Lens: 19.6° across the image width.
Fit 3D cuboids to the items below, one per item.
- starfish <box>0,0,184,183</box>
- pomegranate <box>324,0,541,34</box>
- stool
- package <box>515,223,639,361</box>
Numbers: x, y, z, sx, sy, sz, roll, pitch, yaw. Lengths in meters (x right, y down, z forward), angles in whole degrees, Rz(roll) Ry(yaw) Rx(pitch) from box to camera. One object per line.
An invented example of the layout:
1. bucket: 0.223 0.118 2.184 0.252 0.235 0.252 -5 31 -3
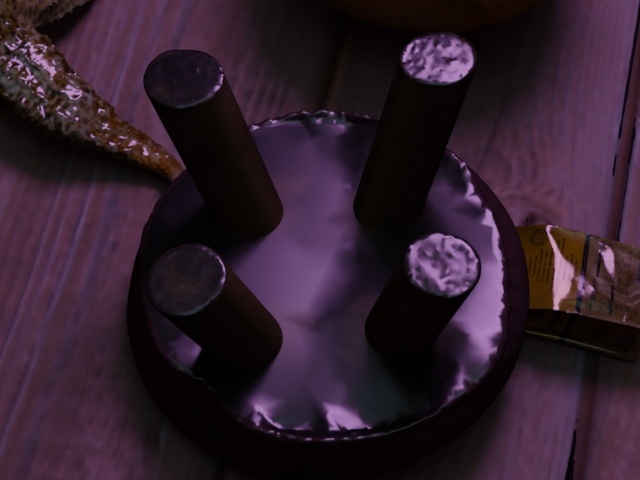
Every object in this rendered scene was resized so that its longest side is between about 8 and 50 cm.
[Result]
1. starfish: -0.269 -0.157 1.334 0.347 0.078 0.358 -17 61 -13
2. pomegranate: 0.090 -0.286 1.360 0.252 0.229 0.270 8 48 8
3. stool: 0.000 0.000 1.177 0.272 0.178 0.272 -2 58 3
4. package: 0.164 0.031 1.265 0.131 0.047 0.071 15 60 2
